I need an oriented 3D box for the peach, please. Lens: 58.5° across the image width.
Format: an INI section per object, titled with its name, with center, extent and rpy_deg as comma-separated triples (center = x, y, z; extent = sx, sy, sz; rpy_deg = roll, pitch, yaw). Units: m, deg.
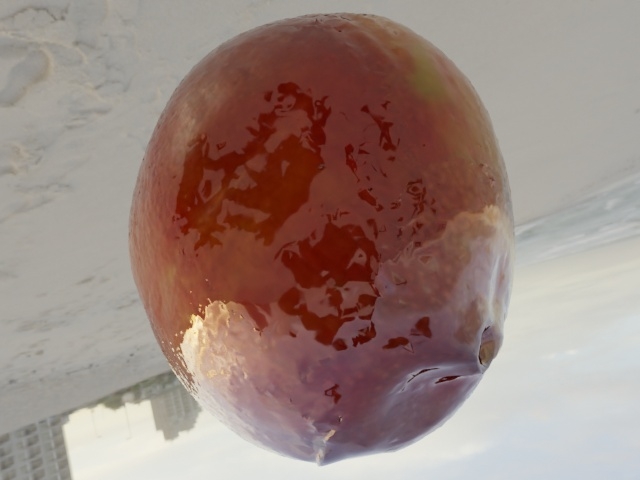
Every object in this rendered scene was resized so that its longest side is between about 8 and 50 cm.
[peach]
center = -0.001, -0.001, 0.484
extent = 0.372, 0.373, 0.290
rpy_deg = -17, 151, 18
